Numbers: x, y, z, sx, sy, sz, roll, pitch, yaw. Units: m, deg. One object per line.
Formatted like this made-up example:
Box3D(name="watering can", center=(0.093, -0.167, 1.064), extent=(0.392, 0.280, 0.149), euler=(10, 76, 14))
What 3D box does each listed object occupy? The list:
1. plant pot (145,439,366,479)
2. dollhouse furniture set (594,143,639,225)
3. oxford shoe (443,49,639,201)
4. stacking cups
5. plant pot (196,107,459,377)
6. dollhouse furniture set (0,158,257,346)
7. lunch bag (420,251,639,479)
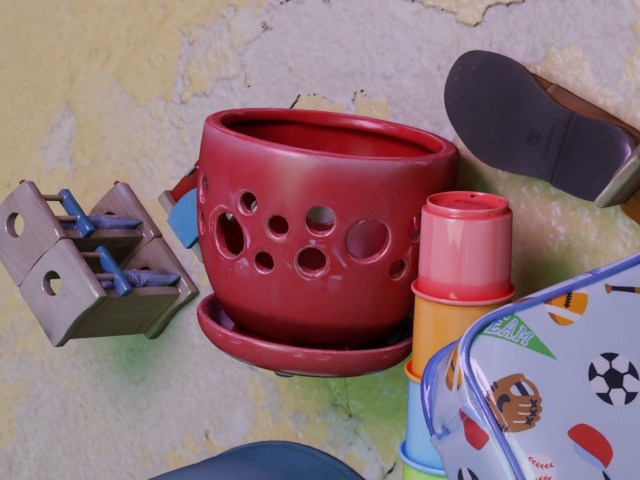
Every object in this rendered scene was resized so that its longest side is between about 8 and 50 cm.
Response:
Box3D(name="plant pot", center=(-0.098, 0.299, 1.348), extent=(0.271, 0.255, 0.272), euler=(0, 90, 33))
Box3D(name="dollhouse furniture set", center=(0.349, -0.037, 1.118), extent=(0.262, 0.135, 0.259), euler=(39, 113, 2))
Box3D(name="oxford shoe", center=(0.169, -0.076, 1.288), extent=(0.212, 0.076, 0.076), euler=(38, 113, 44))
Box3D(name="stacking cups", center=(0.105, 0.125, 1.272), extent=(0.096, 0.096, 0.316), euler=(15, 110, 33))
Box3D(name="plant pot", center=(0.000, 0.000, 1.329), extent=(0.191, 0.191, 0.174), euler=(16, 108, 32))
Box3D(name="dollhouse furniture set", center=(-0.154, -0.023, 1.459), extent=(0.184, 0.129, 0.129), euler=(-46, 66, 26))
Box3D(name="lunch bag", center=(0.221, 0.164, 1.164), extent=(0.303, 0.243, 0.115), euler=(65, 155, 14))
